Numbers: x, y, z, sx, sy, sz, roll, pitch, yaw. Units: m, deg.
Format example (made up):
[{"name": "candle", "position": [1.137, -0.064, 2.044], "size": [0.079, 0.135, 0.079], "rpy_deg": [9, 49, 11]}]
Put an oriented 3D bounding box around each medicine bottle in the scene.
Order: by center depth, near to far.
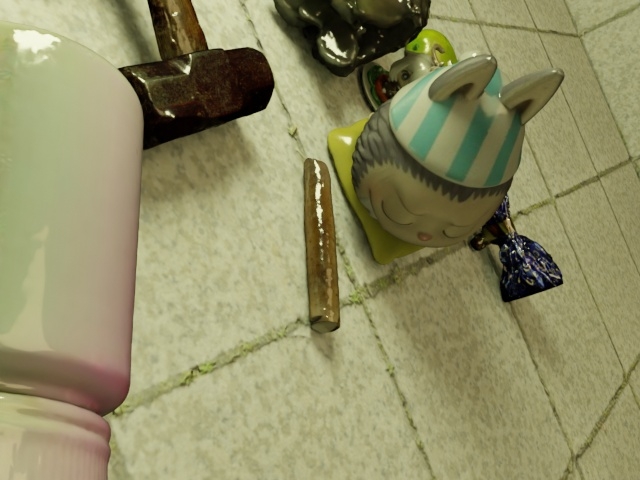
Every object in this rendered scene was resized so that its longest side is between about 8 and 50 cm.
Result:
[{"name": "medicine bottle", "position": [-0.250, 0.049, 0.566], "size": [0.219, 0.219, 0.388], "rpy_deg": [23, 54, -44]}]

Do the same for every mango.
[{"name": "mango", "position": [0.237, -0.357, 1.543], "size": [0.163, 0.089, 0.117], "rpy_deg": [51, 38, -21]}]

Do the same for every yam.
[{"name": "yam", "position": [0.000, 0.000, 1.070], "size": [0.046, 0.046, 0.264], "rpy_deg": [23, 55, -44]}]

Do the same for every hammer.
[{"name": "hammer", "position": [-0.192, -0.326, 0.903], "size": [0.242, 0.095, 0.409], "rpy_deg": [-27, 105, -54]}]

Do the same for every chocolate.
[{"name": "chocolate", "position": [0.353, -0.037, 1.500], "size": [0.148, 0.126, 0.343], "rpy_deg": [-28, 90, -14]}]

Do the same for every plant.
[{"name": "plant", "position": [0.067, -0.394, 1.255], "size": [0.276, 0.188, 0.199], "rpy_deg": [-29, 94, -54]}]

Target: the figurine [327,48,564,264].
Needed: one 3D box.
[{"name": "figurine", "position": [0.244, -0.157, 1.145], "size": [0.361, 0.377, 0.266], "rpy_deg": [-42, 102, -36]}]

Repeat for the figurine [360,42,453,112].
[{"name": "figurine", "position": [0.167, -0.296, 1.362], "size": [0.132, 0.153, 0.132], "rpy_deg": [30, 48, -41]}]
